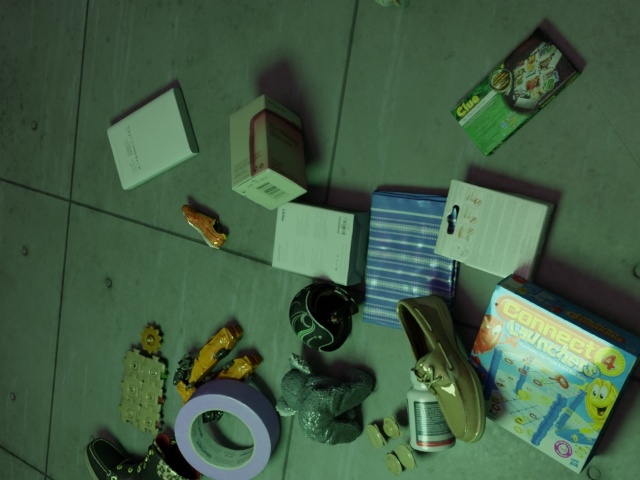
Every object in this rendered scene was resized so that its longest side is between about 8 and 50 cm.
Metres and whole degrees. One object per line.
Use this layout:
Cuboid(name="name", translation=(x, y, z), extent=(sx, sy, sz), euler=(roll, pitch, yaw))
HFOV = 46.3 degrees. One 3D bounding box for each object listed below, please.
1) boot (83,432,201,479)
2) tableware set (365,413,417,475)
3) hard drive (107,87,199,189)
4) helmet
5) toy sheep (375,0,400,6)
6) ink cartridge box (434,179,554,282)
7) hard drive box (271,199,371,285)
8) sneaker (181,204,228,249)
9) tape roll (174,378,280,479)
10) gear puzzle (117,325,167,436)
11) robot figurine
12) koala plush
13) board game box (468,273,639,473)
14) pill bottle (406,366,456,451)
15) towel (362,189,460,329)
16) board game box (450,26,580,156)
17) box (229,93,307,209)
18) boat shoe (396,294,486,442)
Cuboid(name="boot", translation=(-0.540, 0.689, 2.281), extent=(0.377, 0.138, 0.284), euler=(45, 118, 18))
Cuboid(name="tableware set", translation=(0.172, 0.500, 1.822), extent=(0.141, 0.020, 0.169), euler=(61, 148, 14))
Cuboid(name="hard drive", translation=(-0.504, -0.298, 2.229), extent=(0.307, 0.040, 0.203), euler=(-21, 83, 33))
Cuboid(name="helmet", translation=(0.003, 0.190, 1.858), extent=(0.169, 0.169, 0.161), euler=(60, 152, 15))
Cuboid(name="toy sheep", translation=(0.155, -0.588, 1.733), extent=(0.091, 0.091, 0.132), euler=(-45, 51, 28))
Cuboid(name="ink cartridge box", translation=(0.379, -0.023, 1.649), extent=(0.224, 0.056, 0.181), euler=(20, 106, 31))
Cuboid(name="hard drive box", translation=(0.000, 0.000, 1.886), extent=(0.232, 0.089, 0.181), euler=(13, 101, 32))
Cuboid(name="sneaker", translation=(-0.327, -0.048, 2.131), extent=(0.175, 0.064, 0.067), euler=(42, 96, 18))
Cuboid(name="tape roll", translation=(-0.254, 0.519, 2.043), extent=(0.274, 0.090, 0.275), euler=(5, 109, 13))
Cuboid(name="gear puzzle", translation=(-0.539, 0.422, 2.317), extent=(0.175, 0.044, 0.339), euler=(13, 101, 29))
Cuboid(name="robot figurine", translation=(-0.299, 0.385, 2.125), extent=(0.291, 0.085, 0.211), euler=(-47, 69, 27))
Cuboid(name="koala plush", translation=(-0.020, 0.391, 1.890), extent=(0.221, 0.203, 0.196), euler=(27, 109, 42))
Cuboid(name="board game box", translation=(0.470, 0.274, 1.566), extent=(0.308, 0.086, 0.302), euler=(29, 120, 29))
Cuboid(name="pill bottle", translation=(0.255, 0.387, 1.738), extent=(0.108, 0.108, 0.180), euler=(-3, 93, 34))
Cuboid(name="towel", translation=(0.212, 0.054, 1.779), extent=(0.243, 0.040, 0.336), euler=(9, 99, 34))
Cuboid(name="board game box", translation=(0.415, -0.317, 1.616), extent=(0.259, 0.030, 0.136), euler=(-43, 73, 29))
Cuboid(name="box", translation=(-0.131, -0.219, 1.872), extent=(0.127, 0.148, 0.232), euler=(-25, 56, 32))
Cuboid(name="boat shoe", translation=(0.253, 0.280, 1.634), extent=(0.122, 0.110, 0.341), euler=(-57, 43, 48))
